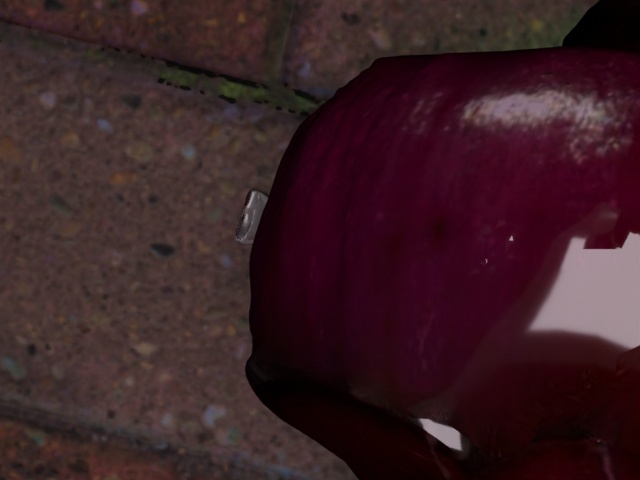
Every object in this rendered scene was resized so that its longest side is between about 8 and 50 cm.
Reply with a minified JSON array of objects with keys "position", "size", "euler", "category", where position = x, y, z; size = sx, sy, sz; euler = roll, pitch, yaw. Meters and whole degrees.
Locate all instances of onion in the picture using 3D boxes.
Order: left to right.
[{"position":[0.178,-0.021,0.930],"size":[0.398,0.398,0.420],"euler":[20,77,3],"category":"onion"}]

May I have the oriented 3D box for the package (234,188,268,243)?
[{"position":[0.000,0.000,1.099],"size":[0.110,0.015,0.037],"euler":[18,104,5],"category":"package"}]
